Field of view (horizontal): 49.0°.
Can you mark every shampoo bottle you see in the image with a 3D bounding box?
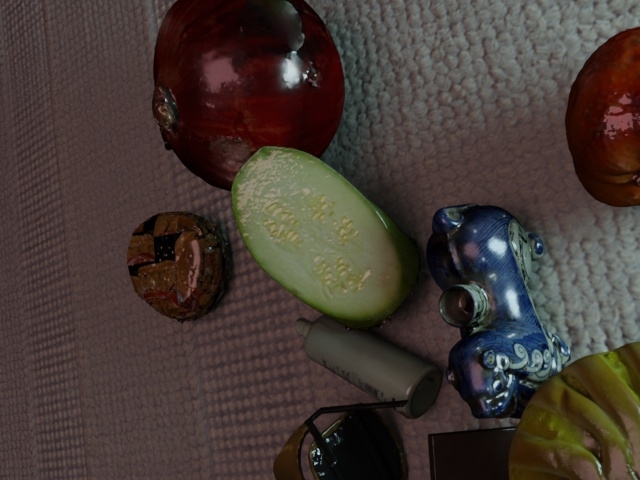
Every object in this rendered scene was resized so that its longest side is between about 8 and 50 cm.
[{"bbox_3d":[0.058,0.180,1.091,0.262,0.085,0.085,24,102,38],"label":"shampoo bottle"}]

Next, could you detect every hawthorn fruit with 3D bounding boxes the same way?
[{"bbox_3d":[0.379,-0.165,0.798,0.207,0.207,0.243,-20,48,37],"label":"hawthorn fruit"}]

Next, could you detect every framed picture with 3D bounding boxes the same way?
[{"bbox_3d":[0.212,0.340,0.936,0.023,0.127,0.169,146,122,-77],"label":"framed picture"}]

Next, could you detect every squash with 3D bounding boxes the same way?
[{"bbox_3d":[0.000,0.000,1.020,0.189,0.260,0.189,-29,42,30],"label":"squash"}]

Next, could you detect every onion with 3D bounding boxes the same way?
[{"bbox_3d":[-0.106,-0.248,1.115,0.341,0.341,0.342,-3,85,40],"label":"onion"}]

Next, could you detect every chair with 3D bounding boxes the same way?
[{"bbox_3d":[0.046,0.334,1.028,0.159,0.172,0.247,60,158,-5],"label":"chair"}]

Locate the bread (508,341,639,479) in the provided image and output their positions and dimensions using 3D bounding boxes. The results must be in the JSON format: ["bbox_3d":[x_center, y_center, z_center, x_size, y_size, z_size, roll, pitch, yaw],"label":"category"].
[{"bbox_3d":[0.365,0.260,0.745,0.332,0.160,0.333,2,95,24],"label":"bread"}]

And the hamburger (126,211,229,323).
[{"bbox_3d":[-0.276,0.052,1.370,0.230,0.106,0.231,-6,79,33],"label":"hamburger"}]

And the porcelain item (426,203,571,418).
[{"bbox_3d":[0.210,0.089,0.908,0.138,0.186,0.288,-23,73,40],"label":"porcelain item"}]
